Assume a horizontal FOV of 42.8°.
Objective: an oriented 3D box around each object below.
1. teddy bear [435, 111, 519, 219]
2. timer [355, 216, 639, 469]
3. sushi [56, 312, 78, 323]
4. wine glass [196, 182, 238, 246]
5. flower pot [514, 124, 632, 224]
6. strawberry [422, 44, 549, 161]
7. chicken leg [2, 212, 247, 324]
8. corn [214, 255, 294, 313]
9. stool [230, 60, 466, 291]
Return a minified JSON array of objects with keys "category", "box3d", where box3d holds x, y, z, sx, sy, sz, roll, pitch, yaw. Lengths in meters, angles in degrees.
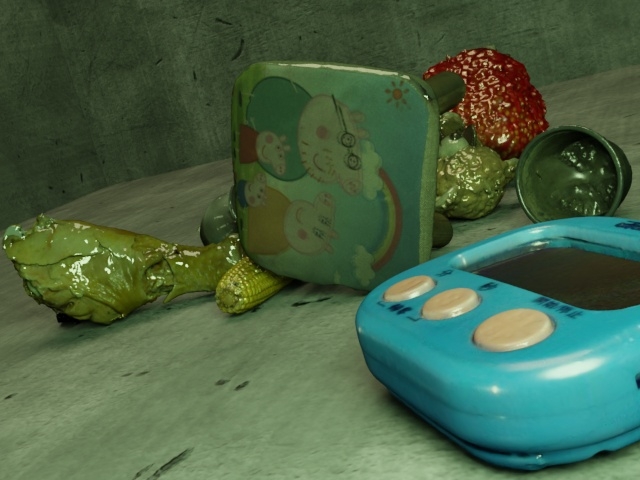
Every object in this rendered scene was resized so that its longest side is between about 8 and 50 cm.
[{"category":"teddy bear","box3d":[0.217,-0.115,1.434,0.267,0.156,0.256,-31,20,-22]},{"category":"timer","box3d":[0.209,0.073,0.730,0.309,0.115,0.340,-21,14,-17]},{"category":"sushi","box3d":[-0.432,0.116,1.464,0.083,0.056,0.085,-10,11,-7]},{"category":"wine glass","box3d":[-0.143,-0.039,1.489,0.126,0.126,0.241,-22,-5,-24]},{"category":"flower pot","box3d":[0.373,-0.087,1.176,0.157,0.158,0.106,-5,3,39]},{"category":"strawberry","box3d":[0.316,-0.241,1.682,0.292,0.292,0.343,-10,26,23]},{"category":"chicken leg","box3d":[-0.292,0.040,1.351,0.429,0.202,0.153,-2,15,0]},{"category":"corn","box3d":[-0.082,0.047,1.279,0.080,0.080,0.231,-8,15,31]},{"category":"stool","box3d":[0.051,-0.109,1.191,0.310,0.311,0.226,11,21,25]}]
